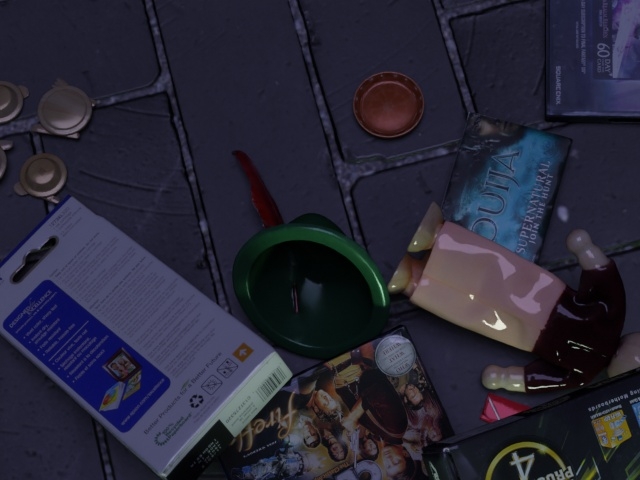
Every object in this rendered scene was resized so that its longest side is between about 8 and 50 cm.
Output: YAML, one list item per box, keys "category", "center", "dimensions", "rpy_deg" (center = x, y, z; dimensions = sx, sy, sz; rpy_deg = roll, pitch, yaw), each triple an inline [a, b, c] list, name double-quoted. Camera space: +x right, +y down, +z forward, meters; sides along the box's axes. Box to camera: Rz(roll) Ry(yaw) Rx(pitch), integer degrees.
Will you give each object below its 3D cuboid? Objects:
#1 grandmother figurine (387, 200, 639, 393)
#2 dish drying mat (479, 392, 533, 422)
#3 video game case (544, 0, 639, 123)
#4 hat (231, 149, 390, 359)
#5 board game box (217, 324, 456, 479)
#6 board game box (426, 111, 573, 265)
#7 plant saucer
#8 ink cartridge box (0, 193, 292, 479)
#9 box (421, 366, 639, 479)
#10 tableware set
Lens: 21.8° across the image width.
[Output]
- category: "grandmother figurine"
  center: [0.250, 0.080, 1.806]
  dimensions: [0.342, 0.208, 0.104]
  rpy_deg: [29, 33, 3]
- category: "dish drying mat"
  center: [0.219, 0.196, 1.828]
  dimensions: [0.083, 0.008, 0.032]
  rpy_deg: [19, 73, 9]
- category: "video game case"
  center: [0.401, -0.229, 1.950]
  dimensions: [0.274, 0.026, 0.196]
  rpy_deg: [1, 72, 4]
- category: "hat"
  center: [0.000, 0.000, 1.876]
  dimensions: [0.173, 0.208, 0.183]
  rpy_deg: [-20, 27, 25]
- category: "board game box"
  center: [0.014, 0.215, 1.789]
  dimensions: [0.243, 0.042, 0.165]
  rpy_deg: [-25, 90, -5]
- category: "board game box"
  center: [0.203, -0.046, 1.898]
  dimensions: [0.126, 0.026, 0.186]
  rpy_deg: [15, 73, 7]
- category: "plant saucer"
  center: [0.080, -0.157, 1.947]
  dimensions: [0.083, 0.013, 0.083]
  rpy_deg: [-1, 71, 3]
- category: "ink cartridge box"
  center: [-0.215, 0.104, 1.813]
  dimensions: [0.371, 0.069, 0.176]
  rpy_deg: [35, 76, 34]
- category: "box"
  center: [0.336, 0.292, 1.678]
  dimensions: [0.395, 0.097, 0.318]
  rpy_deg: [-18, 88, -14]
- category: "tableware set"
  center: [-0.349, -0.120, 1.952]
  dimensions: [0.141, 0.020, 0.169]
  rpy_deg: [14, 72, 5]
